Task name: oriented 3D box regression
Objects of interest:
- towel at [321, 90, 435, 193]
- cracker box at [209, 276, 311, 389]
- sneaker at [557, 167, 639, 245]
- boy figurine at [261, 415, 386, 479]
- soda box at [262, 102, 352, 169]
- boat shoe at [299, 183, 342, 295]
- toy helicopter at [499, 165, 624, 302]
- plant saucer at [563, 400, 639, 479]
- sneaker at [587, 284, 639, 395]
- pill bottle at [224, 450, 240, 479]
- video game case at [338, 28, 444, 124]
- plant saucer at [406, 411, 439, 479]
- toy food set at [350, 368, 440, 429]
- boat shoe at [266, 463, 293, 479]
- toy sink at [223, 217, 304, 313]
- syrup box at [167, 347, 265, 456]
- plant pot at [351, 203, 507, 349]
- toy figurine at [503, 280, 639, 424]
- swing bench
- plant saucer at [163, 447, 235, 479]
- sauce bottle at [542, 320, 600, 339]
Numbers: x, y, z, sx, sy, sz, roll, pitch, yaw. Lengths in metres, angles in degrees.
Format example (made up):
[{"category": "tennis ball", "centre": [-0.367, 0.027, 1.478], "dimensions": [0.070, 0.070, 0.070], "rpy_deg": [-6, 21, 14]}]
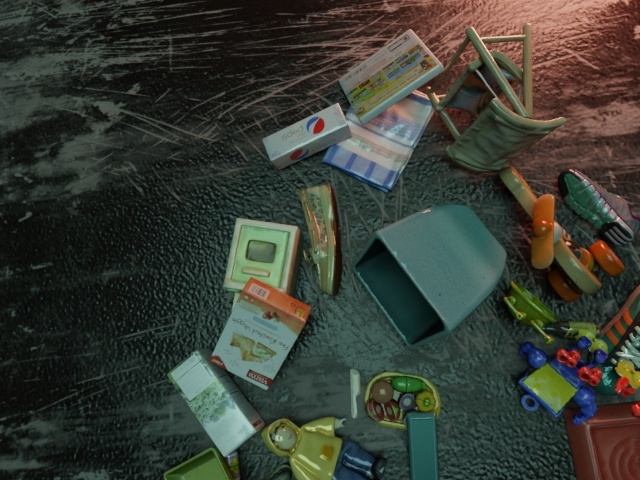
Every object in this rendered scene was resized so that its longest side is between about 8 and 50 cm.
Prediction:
[{"category": "towel", "centre": [0.155, -0.286, 1.285], "dimensions": [0.209, 0.034, 0.284], "rpy_deg": [27, 83, 11]}, {"category": "cracker box", "centre": [-0.141, 0.217, 1.129], "dimensions": [0.156, 0.067, 0.232], "rpy_deg": [27, 118, -1]}, {"category": "sneaker", "centre": [0.674, -0.094, 1.189], "dimensions": [0.098, 0.083, 0.223], "rpy_deg": [-32, 79, -25]}, {"category": "boy figurine", "centre": [0.003, 0.476, 1.118], "dimensions": [0.285, 0.092, 0.177], "rpy_deg": [24, 60, 8]}, {"category": "soda box", "centre": [-0.033, -0.264, 1.265], "dimensions": [0.216, 0.074, 0.069], "rpy_deg": [-23, 74, 8]}, {"category": "boat shoe", "centre": [0.000, 0.000, 1.218], "dimensions": [0.090, 0.104, 0.285], "rpy_deg": [-7, 68, 9]}, {"category": "toy helicopter", "centre": [0.507, -0.033, 1.122], "dimensions": [0.140, 0.235, 0.354], "rpy_deg": [-42, 56, 29]}, {"category": "plant saucer", "centre": [0.696, 0.491, 1.078], "dimensions": [0.259, 0.047, 0.258], "rpy_deg": [-8, 78, 5]}, {"category": "sneaker", "centre": [0.705, 0.211, 1.092], "dimensions": [0.108, 0.121, 0.302], "rpy_deg": [32, 85, 10]}, {"category": "pill bottle", "centre": [-0.212, 0.541, 1.157], "dimensions": [0.044, 0.043, 0.083], "rpy_deg": [-9, 79, 4]}, {"category": "video game case", "centre": [0.168, -0.412, 1.233], "dimensions": [0.227, 0.026, 0.206], "rpy_deg": [-32, 45, 14]}, {"category": "plant saucer", "centre": [0.233, 0.482, 1.111], "dimensions": [0.067, 0.018, 0.191], "rpy_deg": [-4, 97, 5]}, {"category": "toy food set", "centre": [0.171, 0.371, 1.138], "dimensions": [0.218, 0.071, 0.128], "rpy_deg": [5, 80, 7]}, {"category": "boat shoe", "centre": [-0.123, 0.584, 1.137], "dimensions": [0.056, 0.049, 0.152], "rpy_deg": [38, 85, 10]}, {"category": "toy sink", "centre": [-0.139, 0.078, 1.193], "dimensions": [0.153, 0.131, 0.234], "rpy_deg": [9, 81, 8]}, {"category": "syrup box", "centre": [-0.245, 0.376, 1.165], "dimensions": [0.093, 0.096, 0.237], "rpy_deg": [-40, 79, -1]}, {"category": "plant pot", "centre": [0.261, 0.060, 1.113], "dimensions": [0.252, 0.247, 0.247], "rpy_deg": [-31, 77, -19]}, {"category": "toy figurine", "centre": [0.488, 0.289, 1.070], "dimensions": [0.362, 0.191, 0.217], "rpy_deg": [43, 122, 19]}, {"category": "swing bench", "centre": [0.388, -0.311, 1.140], "dimensions": [0.165, 0.253, 0.254], "rpy_deg": [-9, 77, -11]}, {"category": "plant saucer", "centre": [-0.251, 0.581, 1.126], "dimensions": [0.188, 0.045, 0.188], "rpy_deg": [-36, 77, 25]}, {"category": "sauce bottle", "centre": [0.577, 0.208, 1.147], "dimensions": [0.128, 0.042, 0.042], "rpy_deg": [1, 79, 11]}]
